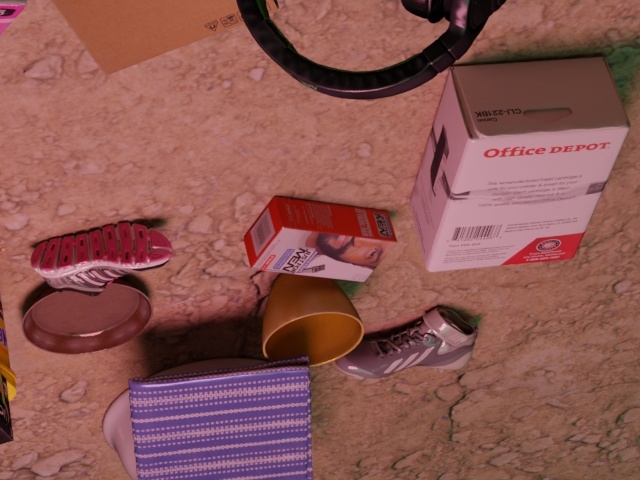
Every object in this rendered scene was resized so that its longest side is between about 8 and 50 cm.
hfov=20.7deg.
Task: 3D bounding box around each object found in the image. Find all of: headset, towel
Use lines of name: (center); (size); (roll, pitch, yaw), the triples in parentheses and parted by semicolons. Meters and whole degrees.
headset: (0.103, -0.301, 1.649); (0.394, 0.243, 0.185); (-40, 168, 7)
towel: (-0.130, 0.282, 2.370); (0.243, 0.040, 0.336); (-7, 135, -7)

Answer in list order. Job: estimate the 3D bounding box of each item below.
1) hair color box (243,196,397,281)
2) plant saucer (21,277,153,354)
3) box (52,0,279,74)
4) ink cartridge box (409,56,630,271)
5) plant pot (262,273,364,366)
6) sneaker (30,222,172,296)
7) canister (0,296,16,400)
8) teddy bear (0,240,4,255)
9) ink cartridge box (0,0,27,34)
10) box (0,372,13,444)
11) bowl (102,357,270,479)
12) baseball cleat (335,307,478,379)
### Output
hair color box: (0.000, 0.000, 2.195); (0.167, 0.053, 0.093); (6, 141, -30)
plant saucer: (-0.299, 0.091, 2.237); (0.168, 0.029, 0.168); (-11, 146, -7)
box: (-0.160, -0.253, 1.779); (0.201, 0.021, 0.164); (-19, 147, 8)
ink cartridge box: (0.232, -0.089, 2.094); (0.197, 0.114, 0.273); (-5, 147, -13)
plant pot: (-0.018, 0.091, 2.285); (0.134, 0.095, 0.134); (-10, 147, -6)
sneaker: (-0.262, 0.027, 2.127); (0.170, 0.063, 0.075); (-9, 147, 0)
canister: (-0.422, 0.100, 2.071); (0.073, 0.170, 0.126); (-23, 147, 13)
teddy bear: (-0.526, 0.024, 1.953); (0.245, 0.113, 0.338); (39, 110, -24)
ink cartridge box: (-0.402, -0.182, 1.572); (0.175, 0.069, 0.371); (-2, 171, -27)
box: (-0.385, 0.186, 1.978); (0.052, 0.083, 0.062); (-18, 147, 7)
bowl: (-0.157, 0.299, 2.512); (0.297, 0.134, 0.298); (-10, 146, -7)
baseball cleat: (0.122, 0.139, 2.454); (0.205, 0.072, 0.109); (-4, 132, -23)
